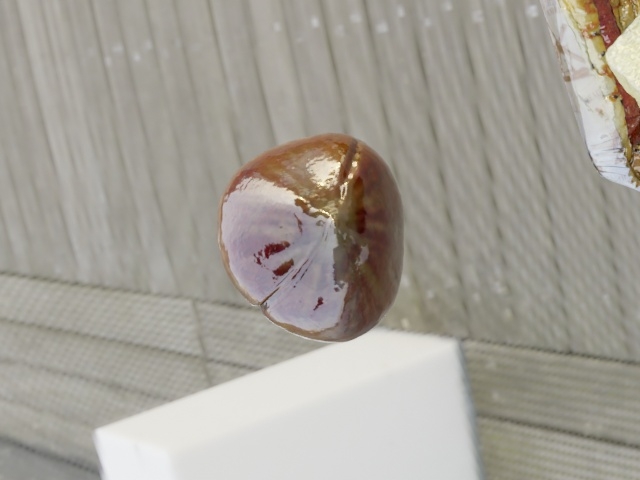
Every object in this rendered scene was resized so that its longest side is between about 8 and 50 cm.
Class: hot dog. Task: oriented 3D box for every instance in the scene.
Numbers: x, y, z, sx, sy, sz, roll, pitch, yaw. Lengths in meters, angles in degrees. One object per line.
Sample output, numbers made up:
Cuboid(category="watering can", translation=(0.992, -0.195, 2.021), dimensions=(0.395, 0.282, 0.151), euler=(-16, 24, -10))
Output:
Cuboid(category="hot dog", translation=(0.274, -0.169, 1.451), dimensions=(0.069, 0.131, 0.252), euler=(-11, 99, 44))

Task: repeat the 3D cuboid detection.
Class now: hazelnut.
Cuboid(category="hazelnut", translation=(0.000, 0.000, 1.668), dimensions=(0.229, 0.229, 0.229), euler=(27, 125, 46))

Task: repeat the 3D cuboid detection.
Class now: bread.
Cuboid(category="bread", translation=(0.266, -0.117, 1.124), dimensions=(0.084, 0.109, 0.080), euler=(-43, 52, 6))
